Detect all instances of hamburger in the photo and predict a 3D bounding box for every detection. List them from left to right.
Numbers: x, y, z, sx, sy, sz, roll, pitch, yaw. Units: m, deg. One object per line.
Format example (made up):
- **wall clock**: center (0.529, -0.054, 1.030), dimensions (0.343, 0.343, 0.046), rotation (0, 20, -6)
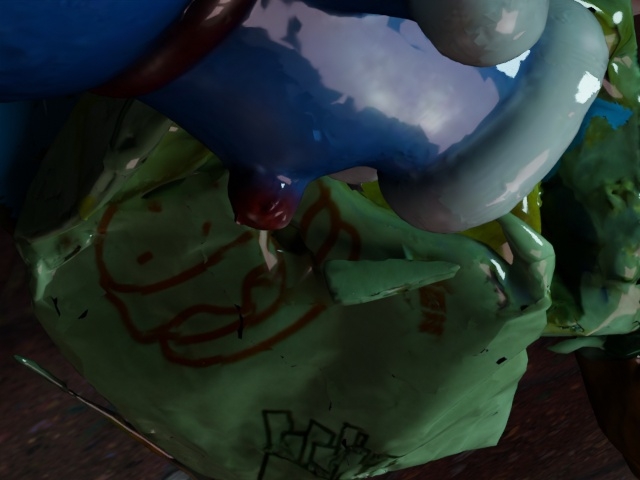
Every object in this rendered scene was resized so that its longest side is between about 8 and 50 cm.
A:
- **hamburger**: center (0.003, -0.004, 0.617), dimensions (0.276, 0.150, 0.260), rotation (-22, 114, 9)

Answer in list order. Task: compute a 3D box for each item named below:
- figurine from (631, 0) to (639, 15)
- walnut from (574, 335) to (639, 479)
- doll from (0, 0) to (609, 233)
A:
- **figurine**: center (0.075, -0.091, 0.708), dimensions (0.195, 0.111, 0.102), rotation (-44, -174, 24)
- **walnut**: center (0.281, 0.085, 1.143), dimensions (0.209, 0.209, 0.336), rotation (-43, 154, 20)
- **doll**: center (-0.045, -0.096, 0.424), dimensions (0.257, 0.215, 0.161), rotation (24, 83, -34)
